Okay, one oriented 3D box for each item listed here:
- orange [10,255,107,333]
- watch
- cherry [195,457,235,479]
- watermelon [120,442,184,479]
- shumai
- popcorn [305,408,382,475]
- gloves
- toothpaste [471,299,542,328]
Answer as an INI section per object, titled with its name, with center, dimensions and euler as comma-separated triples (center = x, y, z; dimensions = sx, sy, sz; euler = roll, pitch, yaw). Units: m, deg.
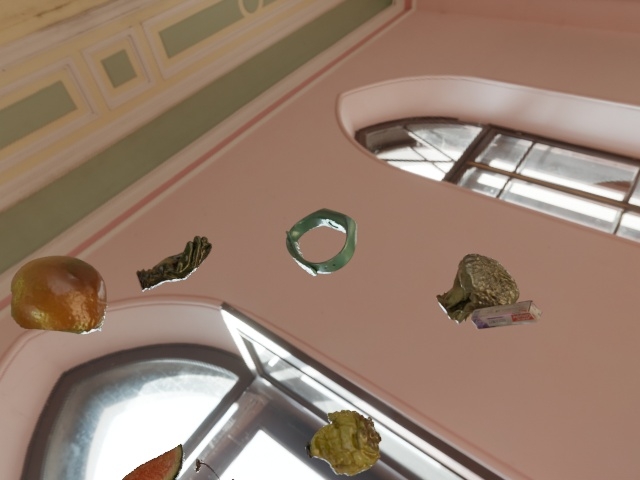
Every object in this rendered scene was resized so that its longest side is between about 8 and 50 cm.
[orange]
center = -0.810, 0.162, 1.351
dimensions = 0.263, 0.334, 0.196
euler = 11, -62, -35
[watch]
center = 0.000, 0.000, 1.247
dimensions = 0.195, 0.237, 0.068
euler = -52, -45, -14
[cherry]
center = -0.251, 0.667, 1.143
dimensions = 0.090, 0.226, 0.106
euler = -42, -44, -29
[watermelon]
center = -0.529, 0.749, 1.356
dimensions = 0.245, 0.119, 0.063
euler = -28, -27, -29
[shumai]
center = 0.554, 0.179, 1.551
dimensions = 0.261, 0.225, 0.222
euler = 0, -34, -26
[popcorn]
center = 0.125, 0.857, 1.870
dimensions = 0.237, 0.292, 0.293
euler = -39, -23, 18
[gloves]
center = -0.477, 0.081, 1.436
dimensions = 0.268, 0.135, 0.107
euler = -35, -66, -23
[toothpaste]
center = 0.496, 0.203, 1.169
dimensions = 0.040, 0.047, 0.196
euler = -45, 8, -31
